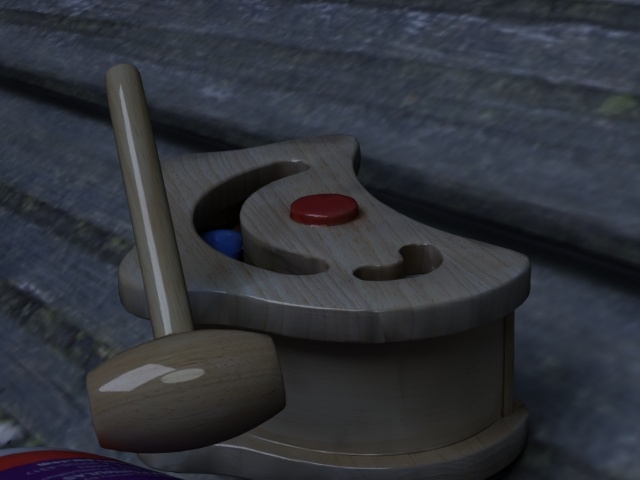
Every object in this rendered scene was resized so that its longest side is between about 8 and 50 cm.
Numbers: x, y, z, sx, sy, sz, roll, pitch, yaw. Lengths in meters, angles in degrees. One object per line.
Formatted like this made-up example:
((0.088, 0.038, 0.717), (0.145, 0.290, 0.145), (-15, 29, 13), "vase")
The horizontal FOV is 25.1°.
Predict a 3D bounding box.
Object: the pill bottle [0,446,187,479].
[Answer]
((-0.011, 0.159, 0.348), (0.323, 0.181, 0.181), (4, 49, 50), "pill bottle")

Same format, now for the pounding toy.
((0.000, 0.000, 0.562), (0.154, 0.154, 0.269), (-2, 21, -1), "pounding toy")
